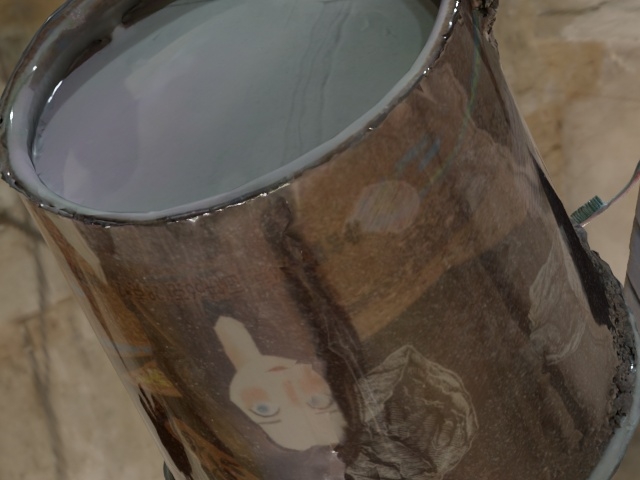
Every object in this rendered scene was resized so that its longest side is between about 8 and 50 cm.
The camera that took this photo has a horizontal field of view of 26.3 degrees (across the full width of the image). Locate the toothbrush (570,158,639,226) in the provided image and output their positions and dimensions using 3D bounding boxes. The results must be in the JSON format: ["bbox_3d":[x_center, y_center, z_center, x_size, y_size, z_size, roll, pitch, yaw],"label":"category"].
[{"bbox_3d":[0.401,-0.105,1.620,0.027,0.021,0.269,42,-69,-12],"label":"toothbrush"}]

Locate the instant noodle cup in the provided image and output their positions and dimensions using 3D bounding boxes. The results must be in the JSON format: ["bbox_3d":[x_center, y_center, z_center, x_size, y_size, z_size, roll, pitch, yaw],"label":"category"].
[{"bbox_3d":[0.000,0.000,0.528,0.217,0.217,0.207,26,-27,43],"label":"instant noodle cup"}]

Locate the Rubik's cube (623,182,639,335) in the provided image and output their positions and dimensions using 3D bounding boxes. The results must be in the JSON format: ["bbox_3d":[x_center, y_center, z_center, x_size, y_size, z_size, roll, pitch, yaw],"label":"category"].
[{"bbox_3d":[0.518,0.074,1.307,0.337,0.344,0.344,74,-8,-65],"label":"Rubik's cube"}]
